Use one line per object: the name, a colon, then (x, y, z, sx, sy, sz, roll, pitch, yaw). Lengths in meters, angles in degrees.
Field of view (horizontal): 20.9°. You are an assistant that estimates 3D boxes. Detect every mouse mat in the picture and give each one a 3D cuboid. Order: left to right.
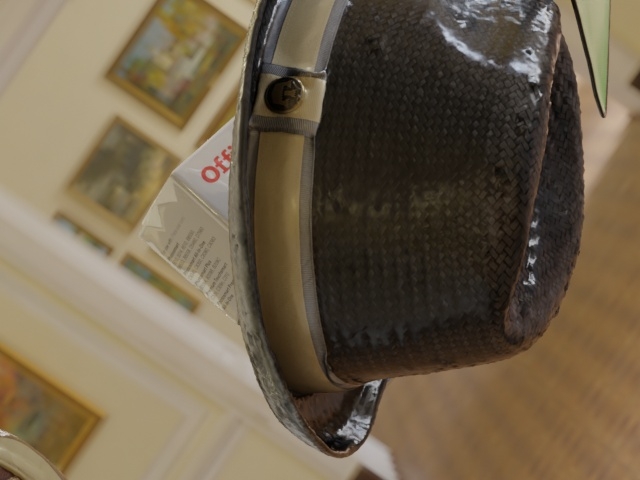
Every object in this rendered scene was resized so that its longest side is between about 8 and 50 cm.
mouse mat: (0.164, -0.190, 1.087, 0.190, 0.007, 0.153, 67, -155, -46)

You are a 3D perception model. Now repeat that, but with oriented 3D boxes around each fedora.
fedora: (0.067, -0.040, 0.992, 0.334, 0.152, 0.334, 1, -90, -71)

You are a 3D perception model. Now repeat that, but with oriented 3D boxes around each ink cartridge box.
ink cartridge box: (0.000, 0.000, 1.199, 0.148, 0.203, 0.086, -46, -5, -37)

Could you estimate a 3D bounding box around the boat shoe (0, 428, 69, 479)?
boat shoe: (-0.229, 0.307, 1.586, 0.123, 0.342, 0.123, -24, 37, 29)
